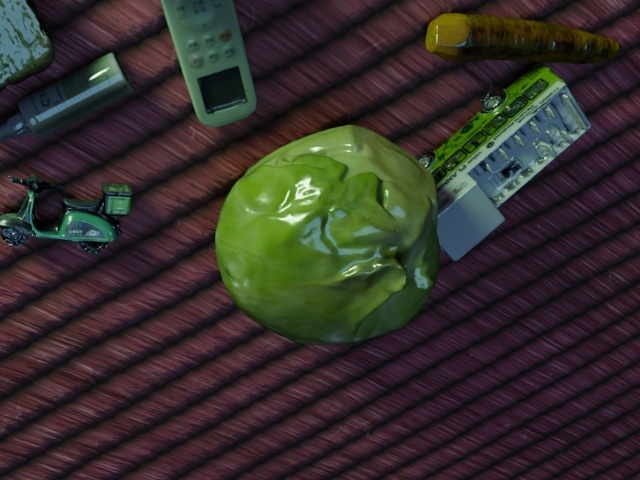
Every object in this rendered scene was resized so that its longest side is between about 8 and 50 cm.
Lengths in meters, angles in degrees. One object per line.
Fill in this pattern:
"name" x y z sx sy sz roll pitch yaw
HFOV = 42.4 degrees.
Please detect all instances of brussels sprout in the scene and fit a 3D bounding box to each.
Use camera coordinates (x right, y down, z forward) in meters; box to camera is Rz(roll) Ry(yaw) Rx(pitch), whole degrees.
"brussels sprout" 0.000 0.000 1.124 0.328 0.247 0.328 -2 136 -2

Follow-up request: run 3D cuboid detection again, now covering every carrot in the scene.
"carrot" 0.300 -0.281 1.177 0.314 0.066 0.066 0 118 -18

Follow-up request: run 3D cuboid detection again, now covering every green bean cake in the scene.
"green bean cake" -0.418 -0.256 0.946 0.173 0.094 0.181 -27 122 -2

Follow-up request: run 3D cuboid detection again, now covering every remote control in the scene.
"remote control" -0.149 -0.278 1.025 0.090 0.038 0.310 -20 132 -10

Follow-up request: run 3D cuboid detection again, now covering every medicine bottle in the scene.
"medicine bottle" -0.336 -0.169 1.044 0.199 0.058 0.058 -27 123 -1

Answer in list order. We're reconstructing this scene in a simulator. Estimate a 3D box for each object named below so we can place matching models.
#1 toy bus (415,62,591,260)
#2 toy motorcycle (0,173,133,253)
"toy bus" 0.249 -0.116 1.208 0.301 0.139 0.113 -42 124 6
"toy motorcycle" -0.347 -0.036 1.116 0.173 0.058 0.100 3 110 -21
